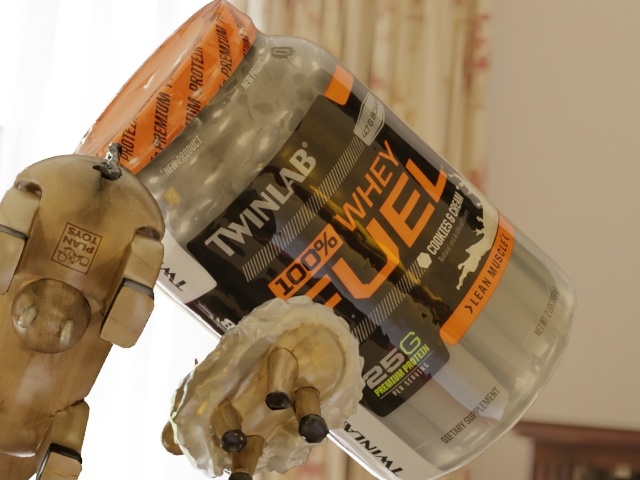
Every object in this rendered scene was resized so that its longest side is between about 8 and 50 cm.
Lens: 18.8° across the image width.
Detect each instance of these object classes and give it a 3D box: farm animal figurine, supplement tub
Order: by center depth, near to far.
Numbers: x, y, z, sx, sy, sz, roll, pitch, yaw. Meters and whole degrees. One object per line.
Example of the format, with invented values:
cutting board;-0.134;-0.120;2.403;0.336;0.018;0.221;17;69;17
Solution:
farm animal figurine;-0.191;0.076;1.026;0.330;0.327;0.172;39;14;-14
supplement tub;0.000;0.000;1.279;0.316;0.193;0.193;41;-17;-15
